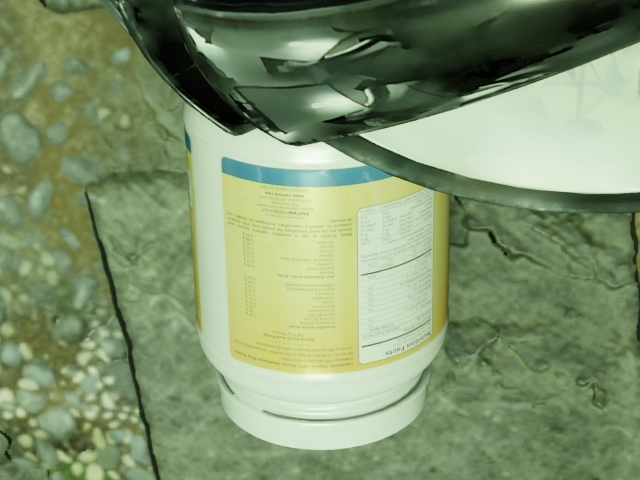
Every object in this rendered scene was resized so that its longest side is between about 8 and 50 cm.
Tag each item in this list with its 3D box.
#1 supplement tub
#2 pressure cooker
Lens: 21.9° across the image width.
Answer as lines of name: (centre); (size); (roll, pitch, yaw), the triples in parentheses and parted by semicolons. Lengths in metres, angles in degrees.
supplement tub: (0.000, 0.000, 0.917); (0.144, 0.144, 0.199); (1, 118, 3)
pressure cooker: (0.110, -0.217, 0.607); (0.375, 0.420, 0.370); (14, 135, -7)
